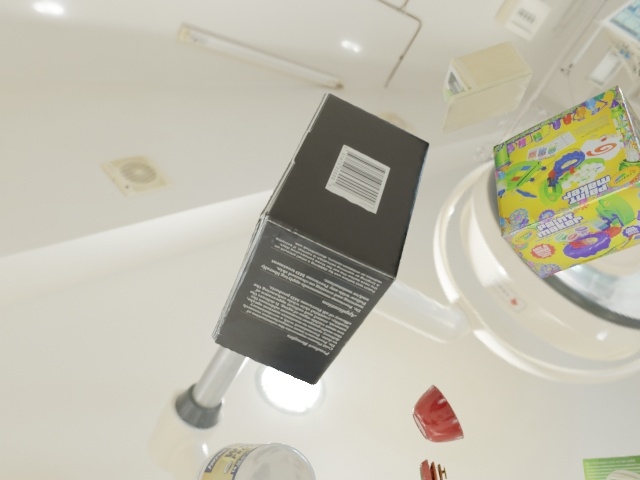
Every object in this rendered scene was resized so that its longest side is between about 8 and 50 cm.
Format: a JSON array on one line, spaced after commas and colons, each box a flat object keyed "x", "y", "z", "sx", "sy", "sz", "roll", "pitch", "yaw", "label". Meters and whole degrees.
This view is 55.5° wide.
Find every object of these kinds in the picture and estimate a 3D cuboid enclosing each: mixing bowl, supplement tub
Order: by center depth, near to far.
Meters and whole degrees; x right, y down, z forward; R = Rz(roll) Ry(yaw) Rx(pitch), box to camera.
[{"x": -0.180, "y": 0.643, "z": 1.575, "sx": 0.229, "sy": 0.316, "sz": 0.228, "roll": 12, "pitch": -113, "yaw": -32, "label": "supplement tub"}, {"x": 0.340, "y": 0.537, "z": 1.833, "sx": 0.098, "sy": 0.181, "sz": 0.181, "roll": -25, "pitch": -135, "yaw": -8, "label": "mixing bowl"}]

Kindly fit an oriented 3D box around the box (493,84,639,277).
[{"x": 0.542, "y": -0.118, "z": 1.281, "sx": 0.177, "sy": 0.290, "sz": 0.279, "roll": 39, "pitch": -138, "yaw": -31, "label": "box"}]

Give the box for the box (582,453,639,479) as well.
[{"x": 0.820, "y": 0.738, "z": 1.611, "sx": 0.059, "sy": 0.232, "sz": 0.321, "roll": 10, "pitch": -115, "yaw": -21, "label": "box"}]

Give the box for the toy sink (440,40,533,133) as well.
[{"x": 0.407, "y": -0.405, "z": 1.607, "sx": 0.234, "sy": 0.152, "sz": 0.131, "roll": -21, "pitch": -114, "yaw": -7, "label": "toy sink"}]

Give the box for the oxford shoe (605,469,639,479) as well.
[{"x": 0.704, "y": 0.677, "z": 1.203, "sx": 0.130, "sy": 0.169, "sz": 0.449, "roll": -22, "pitch": -101, "yaw": -24, "label": "oxford shoe"}]

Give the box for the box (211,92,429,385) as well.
[{"x": 0.000, "y": 0.000, "z": 1.457, "sx": 0.298, "sy": 0.471, "sz": 0.479, "roll": 26, "pitch": -134, "yaw": -5, "label": "box"}]

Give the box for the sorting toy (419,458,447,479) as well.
[{"x": 0.186, "y": 0.388, "z": 0.985, "sx": 0.042, "sy": 0.102, "sz": 0.061, "roll": -9, "pitch": -118, "yaw": 3, "label": "sorting toy"}]
